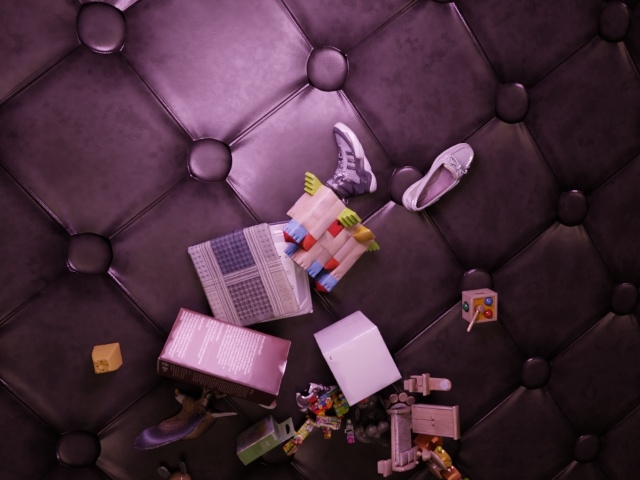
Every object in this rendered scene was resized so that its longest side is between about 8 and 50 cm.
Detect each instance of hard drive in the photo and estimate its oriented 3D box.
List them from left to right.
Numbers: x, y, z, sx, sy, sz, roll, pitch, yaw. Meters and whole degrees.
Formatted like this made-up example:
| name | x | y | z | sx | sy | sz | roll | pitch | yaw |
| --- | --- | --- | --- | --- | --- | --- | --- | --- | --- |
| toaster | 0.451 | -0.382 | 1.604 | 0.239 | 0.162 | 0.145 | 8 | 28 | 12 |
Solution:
| name | x | y | z | sx | sy | sz | roll | pitch | yaw |
| --- | --- | --- | --- | --- | --- | --- | --- | --- | --- |
| hard drive | -0.164 | 0.110 | 1.589 | 0.237 | 0.064 | 0.338 | -9 | 101 | -10 |

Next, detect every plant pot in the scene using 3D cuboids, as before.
| name | x | y | z | sx | sy | sz | roll | pitch | yaw |
| --- | --- | --- | --- | --- | --- | --- | --- | --- | --- |
| plant pot | -0.720 | 0.401 | 1.520 | 0.081 | 0.083 | 0.081 | -7 | 101 | -10 |

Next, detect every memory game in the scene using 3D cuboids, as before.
| name | x | y | z | sx | sy | sz | roll | pitch | yaw |
| --- | --- | --- | --- | --- | --- | --- | --- | --- | --- |
| memory game | 0.311 | 0.697 | 1.821 | 0.186 | 0.012 | 0.186 | -2 | 100 | -11 |

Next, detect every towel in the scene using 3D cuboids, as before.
| name | x | y | z | sx | sy | sz | roll | pitch | yaw |
| --- | --- | --- | --- | --- | --- | --- | --- | --- | --- |
| towel | -0.256 | 0.130 | 1.520 | 0.312 | 0.056 | 0.324 | -17 | 96 | 15 |

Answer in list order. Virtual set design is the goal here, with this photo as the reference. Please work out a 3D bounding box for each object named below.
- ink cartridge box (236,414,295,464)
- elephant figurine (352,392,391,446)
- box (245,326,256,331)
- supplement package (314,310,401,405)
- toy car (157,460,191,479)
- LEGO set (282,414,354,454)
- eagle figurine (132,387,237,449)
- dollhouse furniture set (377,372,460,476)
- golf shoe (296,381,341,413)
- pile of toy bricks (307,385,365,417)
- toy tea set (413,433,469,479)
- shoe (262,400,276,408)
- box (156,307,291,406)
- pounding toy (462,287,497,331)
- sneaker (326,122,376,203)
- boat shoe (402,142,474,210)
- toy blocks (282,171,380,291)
| name | x | y | z | sx | sy | sz | roll | pitch | yaw |
| --- | --- | --- | --- | --- | --- | --- | --- | --- | --- |
| ink cartridge box | -0.204 | 0.716 | 1.670 | 0.209 | 0.109 | 0.062 | -30 | 106 | -5 |
| elephant figurine | 0.187 | 0.633 | 1.726 | 0.169 | 0.239 | 0.186 | 9 | 126 | -28 |
| box | -0.287 | 0.388 | 1.617 | 0.054 | 0.059 | 0.168 | 26 | 95 | -13 |
| supplement package | 0.120 | 0.398 | 1.584 | 0.199 | 0.263 | 0.198 | -27 | 96 | -5 |
| toy car | -0.512 | 0.895 | 1.634 | 0.155 | 0.149 | 0.188 | -16 | 92 | 2 |
| LEGO set | -0.020 | 0.718 | 1.688 | 0.287 | 0.107 | 0.132 | -16 | 84 | 5 |
| eagle figurine | -0.457 | 0.607 | 1.565 | 0.226 | 0.225 | 0.298 | 40 | 80 | -26 |
| dollhouse furniture set | 0.352 | 0.636 | 1.595 | 0.174 | 0.356 | 0.303 | -8 | 75 | 32 |
| golf shoe | 0.003 | 0.571 | 1.702 | 0.198 | 0.077 | 0.093 | -21 | 104 | -8 |
| pile of toy bricks | 0.066 | 0.585 | 1.631 | 0.212 | 0.118 | 0.105 | -23 | 95 | -25 |
| toy tea set | 0.505 | 0.877 | 1.812 | 0.124 | 0.200 | 0.336 | -37 | 116 | -17 |
| shoe | -0.220 | 0.539 | 1.657 | 0.178 | 0.063 | 0.081 | 36 | 97 | -11 |
| box | -0.307 | 0.379 | 1.473 | 0.382 | 0.191 | 0.143 | 19 | 140 | -5 |
| pounding toy | 0.609 | 0.268 | 1.754 | 0.141 | 0.100 | 0.130 | -6 | 101 | -10 |
| sneaker | 0.077 | -0.255 | 1.547 | 0.153 | 0.101 | 0.268 | -30 | 107 | -7 |
| boat shoe | 0.434 | -0.222 | 1.626 | 0.320 | 0.103 | 0.118 | -40 | 105 | -2 |
| toy blocks | 0.000 | 0.000 | 1.512 | 0.261 | 0.191 | 0.381 | -48 | 129 | -5 |
